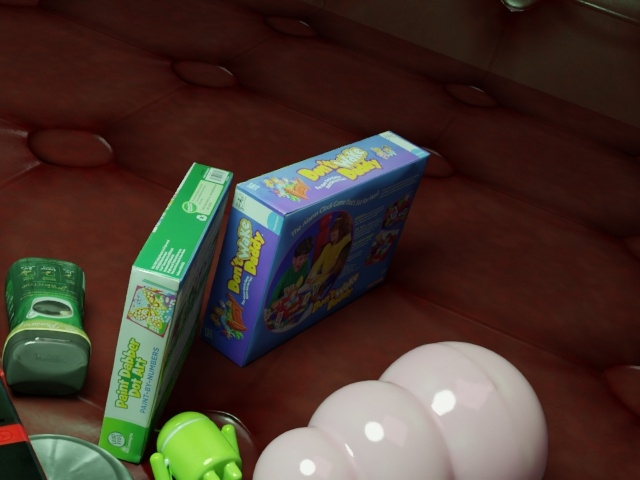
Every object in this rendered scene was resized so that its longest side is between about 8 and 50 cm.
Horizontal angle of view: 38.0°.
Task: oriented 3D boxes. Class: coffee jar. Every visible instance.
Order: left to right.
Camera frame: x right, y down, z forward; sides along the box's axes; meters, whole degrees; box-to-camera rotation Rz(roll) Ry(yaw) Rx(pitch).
[{"bbox_3d":[-0.320,0.100,1.085,0.096,0.079,0.184,8,29,-22],"label":"coffee jar"}]

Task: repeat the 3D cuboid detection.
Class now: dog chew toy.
[{"bbox_3d":[0.077,0.230,0.968,0.331,0.207,0.206,-14,41,-30],"label":"dog chew toy"}]

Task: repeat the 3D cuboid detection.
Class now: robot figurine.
[{"bbox_3d":[-0.128,0.228,0.980,0.101,0.067,0.115,-18,44,-34],"label":"robot figurine"}]

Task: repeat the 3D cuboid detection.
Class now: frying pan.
[{"bbox_3d":[-0.301,0.269,0.848,0.197,0.053,0.326,31,30,26],"label":"frying pan"}]

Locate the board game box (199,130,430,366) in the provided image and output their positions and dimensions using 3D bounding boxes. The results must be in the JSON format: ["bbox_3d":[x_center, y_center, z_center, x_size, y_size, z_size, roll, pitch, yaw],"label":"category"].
[{"bbox_3d":[0.000,0.000,1.267,0.078,0.233,0.347,32,32,24],"label":"board game box"}]

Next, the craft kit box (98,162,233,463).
[{"bbox_3d":[-0.170,0.074,1.040,0.061,0.247,0.250,14,29,0],"label":"craft kit box"}]

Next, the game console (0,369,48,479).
[{"bbox_3d":[-0.439,0.210,0.787,0.386,0.060,0.342,-5,26,-29],"label":"game console"}]
